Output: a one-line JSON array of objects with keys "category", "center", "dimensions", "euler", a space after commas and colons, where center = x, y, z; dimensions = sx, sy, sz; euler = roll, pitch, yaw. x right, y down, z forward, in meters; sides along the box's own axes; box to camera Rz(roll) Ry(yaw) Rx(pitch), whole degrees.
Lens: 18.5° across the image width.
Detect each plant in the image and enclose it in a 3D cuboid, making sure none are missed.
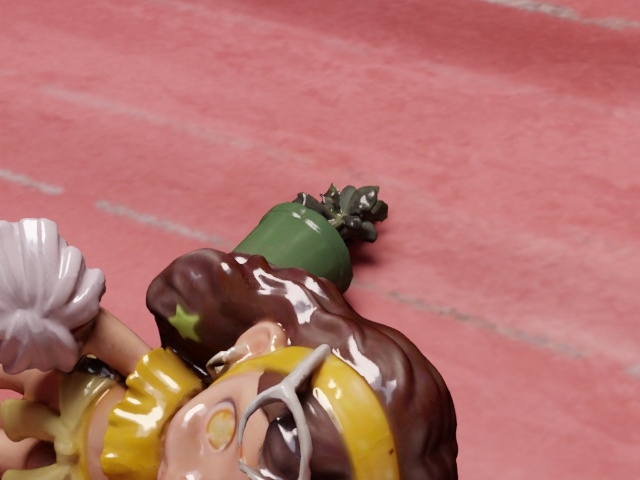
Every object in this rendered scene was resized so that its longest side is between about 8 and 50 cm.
[{"category": "plant", "center": [0.000, 0.000, 0.868], "dimensions": [0.051, 0.051, 0.102], "euler": [19, 42, 31]}]

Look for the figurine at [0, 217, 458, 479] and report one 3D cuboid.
[{"category": "figurine", "center": [-0.061, 0.074, 0.729], "dimensions": [0.240, 0.175, 0.115], "euler": [1, 8, 33]}]
